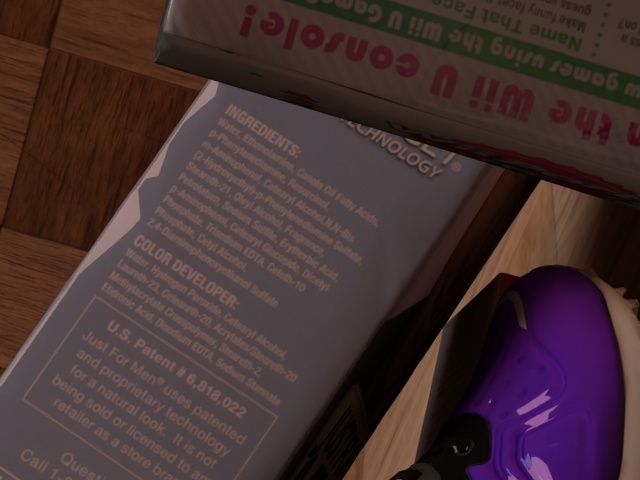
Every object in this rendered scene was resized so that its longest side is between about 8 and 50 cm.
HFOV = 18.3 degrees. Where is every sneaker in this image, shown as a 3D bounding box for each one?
[{"bbox_3d":[0.036,0.125,0.707,0.102,0.146,0.293,117,167,-58],"label":"sneaker"}]

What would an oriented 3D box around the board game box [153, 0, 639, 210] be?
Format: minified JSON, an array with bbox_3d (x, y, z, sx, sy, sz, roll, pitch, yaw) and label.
[{"bbox_3d":[0.100,-0.165,0.555,0.097,0.224,0.303,-176,103,-82],"label":"board game box"}]

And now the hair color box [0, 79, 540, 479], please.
[{"bbox_3d":[0.000,0.000,0.816,0.374,0.114,0.185,-56,-10,-9],"label":"hair color box"}]

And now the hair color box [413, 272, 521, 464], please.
[{"bbox_3d":[0.071,0.109,0.857,0.093,0.053,0.167,126,160,-69],"label":"hair color box"}]
